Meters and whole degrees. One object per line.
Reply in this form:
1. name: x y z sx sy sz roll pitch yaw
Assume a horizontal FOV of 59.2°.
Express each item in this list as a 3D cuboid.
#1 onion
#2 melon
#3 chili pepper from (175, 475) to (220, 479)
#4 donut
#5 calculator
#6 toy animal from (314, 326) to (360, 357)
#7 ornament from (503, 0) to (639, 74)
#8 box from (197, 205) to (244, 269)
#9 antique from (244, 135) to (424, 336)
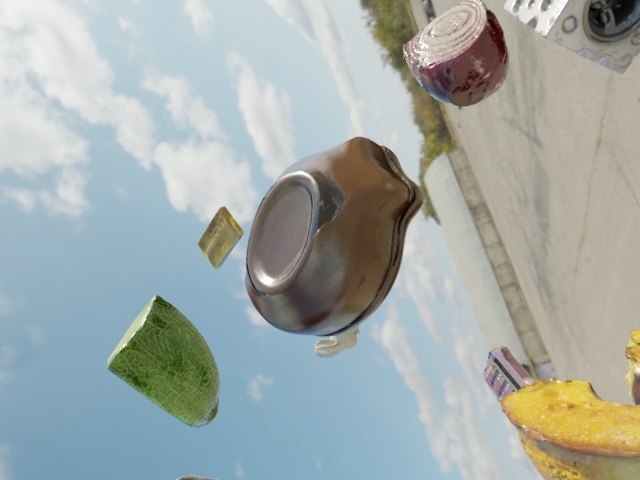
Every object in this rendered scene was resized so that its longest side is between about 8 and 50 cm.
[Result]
1. onion: 0.338 -0.408 1.309 0.207 0.216 0.206 32 -145 -42
2. melon: -0.314 0.297 1.243 0.323 0.124 0.196 53 -137 -26
3. chili pepper: -0.286 0.599 1.363 0.153 0.041 0.050 16 -155 -20
4. donut: 0.565 0.316 0.959 0.377 0.435 0.164 -158 49 -78
5. calculator: 0.581 0.439 1.730 0.194 0.043 0.294 53 163 31
6. toy animal: 0.034 0.304 1.971 0.127 0.178 0.193 105 142 -62
7. ornament: 0.618 -0.566 1.281 0.239 0.239 0.240 15 -146 -21
8. box: -0.248 -0.005 1.386 0.022 0.156 0.089 -26 -105 -46
9. antique: 0.000 0.000 0.720 0.129 0.278 0.224 14 -138 -39
